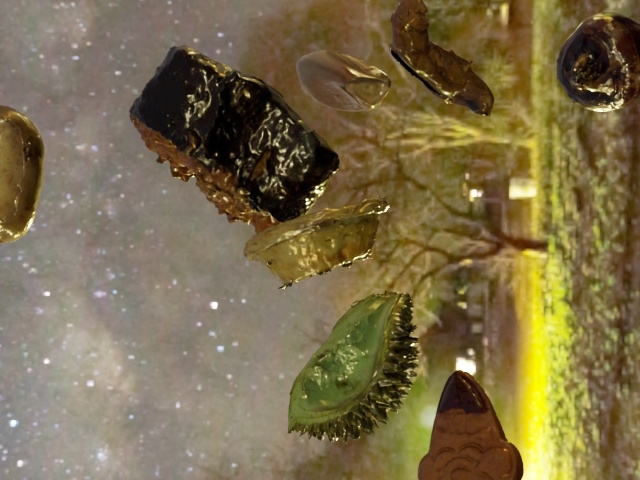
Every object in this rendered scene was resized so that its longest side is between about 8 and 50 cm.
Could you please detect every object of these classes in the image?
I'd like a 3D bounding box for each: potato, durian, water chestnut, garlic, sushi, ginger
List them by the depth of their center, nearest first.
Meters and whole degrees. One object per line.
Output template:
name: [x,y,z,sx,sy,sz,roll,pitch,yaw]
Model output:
potato: [-0.389,-0.079,0.924,0.080,0.107,0.170,46,-139,-82]
sushi: [-0.143,-0.156,1.210,0.207,0.349,0.234,-53,-7,-1]
garlic: [0.049,-0.304,1.462,0.318,0.143,0.112,-145,67,-64]
durian: [0.092,0.275,1.629,0.394,0.198,0.163,-58,-33,-18]
ginger: [0.249,-0.386,1.645,0.309,0.133,0.107,41,-127,-30]
water chestnut: [0.623,-0.389,1.686,0.223,0.238,0.223,47,153,34]

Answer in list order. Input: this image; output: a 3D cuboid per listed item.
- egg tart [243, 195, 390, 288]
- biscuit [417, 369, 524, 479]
egg tart: [0.001,0.001,1.001,0.212,0.213,0.090,-17,-94,-79]
biscuit: [0.185,0.298,0.954,0.043,0.183,0.280,16,-117,-40]
